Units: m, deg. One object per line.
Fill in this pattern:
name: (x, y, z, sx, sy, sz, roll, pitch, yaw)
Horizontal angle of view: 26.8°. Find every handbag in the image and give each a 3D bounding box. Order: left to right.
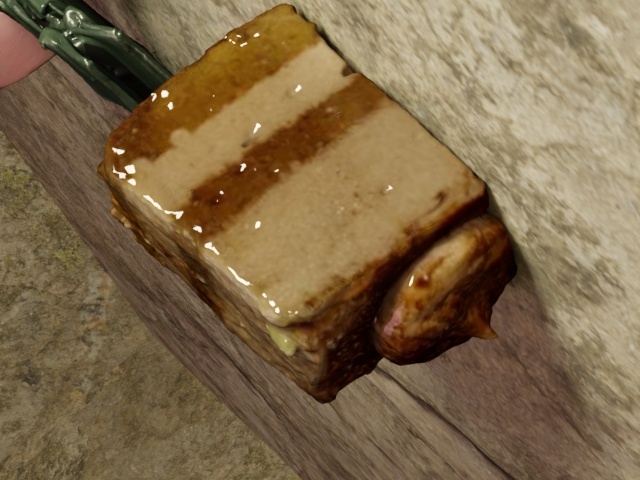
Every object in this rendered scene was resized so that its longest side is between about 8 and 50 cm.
handbag: (-0.203, -0.173, 1.325, 0.247, 0.079, 0.260, 40, -179, 40)

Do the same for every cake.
cake: (0.000, 0.000, 1.006, 0.293, 0.199, 0.196, 45, 164, 20)

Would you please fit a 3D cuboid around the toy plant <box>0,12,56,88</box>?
toy plant: (-0.424, -0.330, 1.419, 0.317, 0.210, 0.356, -1, 139, 39)
